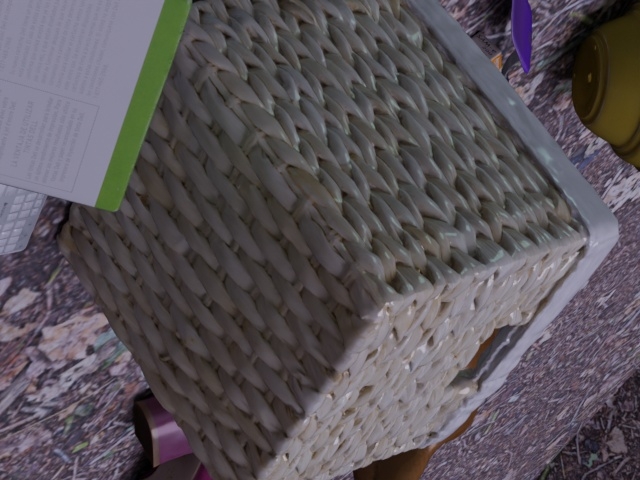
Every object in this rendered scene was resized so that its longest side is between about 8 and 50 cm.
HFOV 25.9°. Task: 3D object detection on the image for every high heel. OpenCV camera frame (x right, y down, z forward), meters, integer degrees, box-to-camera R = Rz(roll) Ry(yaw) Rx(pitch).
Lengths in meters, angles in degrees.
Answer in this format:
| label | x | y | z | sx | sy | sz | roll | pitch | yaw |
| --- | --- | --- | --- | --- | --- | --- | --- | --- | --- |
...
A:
| label | x | y | z | sx | sy | sz | roll | pitch | yaw |
| --- | --- | --- | --- | --- | --- | --- | --- | --- | --- |
| high heel | -0.130 | 0.287 | 1.714 | 0.181 | 0.127 | 0.377 | -19 | 147 | -21 |

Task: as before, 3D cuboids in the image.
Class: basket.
| label | x | y | z | sx | sy | sz | roll | pitch | yaw |
| --- | --- | --- | --- | --- | --- | --- | --- | --- | --- |
| basket | 0.000 | 0.000 | 1.152 | 0.266 | 0.331 | 0.328 | -19 | 153 | -39 |

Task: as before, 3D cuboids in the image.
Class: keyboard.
| label | x | y | z | sx | sy | sz | roll | pitch | yaw |
| --- | --- | --- | --- | --- | --- | --- | --- | --- | --- |
| keyboard | -0.228 | -0.063 | 1.071 | 0.072 | 0.014 | 0.256 | -21 | 155 | -40 |

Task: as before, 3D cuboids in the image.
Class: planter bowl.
| label | x | y | z | sx | sy | sz | roll | pitch | yaw |
| --- | --- | --- | --- | --- | --- | --- | --- | --- | --- |
| planter bowl | 0.352 | -0.188 | 1.629 | 0.090 | 0.217 | 0.217 | 4 | 143 | -9 |

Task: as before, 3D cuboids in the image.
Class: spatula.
| label | x | y | z | sx | sy | sz | roll | pitch | yaw |
| --- | --- | --- | --- | --- | --- | --- | --- | --- | --- |
| spatula | 0.210 | -0.188 | 1.525 | 0.030 | 0.084 | 0.296 | 5 | 160 | 4 |

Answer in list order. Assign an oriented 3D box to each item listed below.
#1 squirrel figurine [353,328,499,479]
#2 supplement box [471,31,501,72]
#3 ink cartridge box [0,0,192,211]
| label | x | y | z | sx | sy | sz | roll | pitch | yaw |
| --- | --- | --- | --- | --- | --- | --- | --- | --- | --- |
| squirrel figurine | 0.160 | 0.047 | 1.588 | 0.370 | 0.281 | 0.397 | -24 | 156 | -50 |
| supplement box | 0.144 | -0.166 | 1.469 | 0.098 | 0.036 | 0.062 | -38 | 157 | -9 |
| ink cartridge box | -0.221 | -0.141 | 0.858 | 0.255 | 0.097 | 0.189 | 15 | 133 | -13 |
